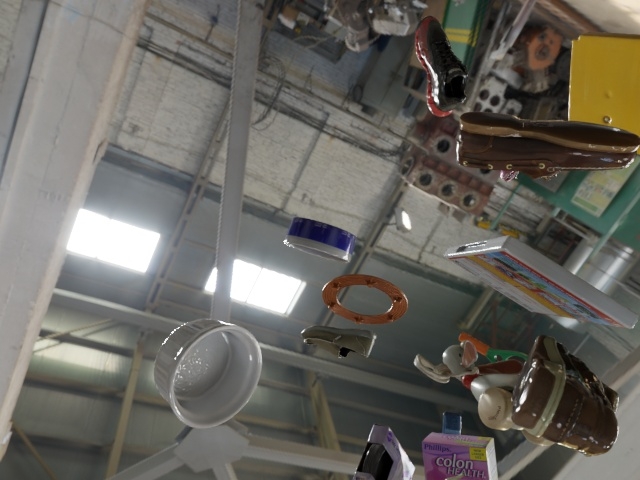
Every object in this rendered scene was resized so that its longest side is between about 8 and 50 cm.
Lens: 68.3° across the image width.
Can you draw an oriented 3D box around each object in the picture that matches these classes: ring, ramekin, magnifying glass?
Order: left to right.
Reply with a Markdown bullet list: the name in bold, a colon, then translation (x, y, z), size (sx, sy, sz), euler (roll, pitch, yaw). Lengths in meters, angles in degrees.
- **ramekin**: translation (-0.308, 0.346, 1.275), size (0.135, 0.277, 0.277), euler (12, -178, 45)
- **ring**: translation (0.169, 0.243, 1.836), size (0.337, 0.336, 0.032), euler (24, -129, -12)
- **magnifying glass**: translation (0.489, 0.323, 1.313), size (0.026, 0.092, 0.231), euler (0, -159, -45)

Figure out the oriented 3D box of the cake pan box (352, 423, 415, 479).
- **cake pan box**: translation (0.210, 0.792, 1.575), size (0.266, 0.070, 0.245), euler (61, -141, -25)

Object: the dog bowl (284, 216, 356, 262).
- **dog bowl**: translation (0.000, 0.000, 1.813), size (0.265, 0.104, 0.265), euler (17, 173, 2)

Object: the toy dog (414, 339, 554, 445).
- **toy dog**: translation (0.399, 0.303, 1.072), size (0.220, 0.160, 0.334), euler (20, -170, -40)

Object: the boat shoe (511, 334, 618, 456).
- **boat shoe**: translation (0.273, 0.175, 0.527), size (0.095, 0.095, 0.257), euler (23, -170, 24)

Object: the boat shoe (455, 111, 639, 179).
- **boat shoe**: translation (0.275, -0.114, 0.593), size (0.207, 0.073, 0.073), euler (16, -143, 28)

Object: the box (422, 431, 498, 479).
- **box**: translation (0.469, 0.787, 1.572), size (0.214, 0.242, 0.117), euler (-7, 172, 31)

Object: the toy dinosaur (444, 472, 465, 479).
- **toy dinosaur**: translation (0.314, 0.740, 1.315), size (0.118, 0.268, 0.064), euler (-22, -132, -38)

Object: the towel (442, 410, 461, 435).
- **towel**: translation (0.497, 0.715, 1.788), size (0.067, 0.119, 0.029), euler (3, 175, 17)

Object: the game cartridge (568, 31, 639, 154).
- **game cartridge**: translation (0.859, -0.434, 1.379), size (0.053, 0.323, 0.285), euler (-23, -147, -13)

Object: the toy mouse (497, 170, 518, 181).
- **toy mouse**: translation (0.519, -0.200, 1.243), size (0.031, 0.161, 0.143), euler (49, -179, 20)

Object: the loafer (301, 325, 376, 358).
- **loafer**: translation (0.048, 0.316, 1.456), size (0.251, 0.087, 0.094), euler (-4, 157, 31)

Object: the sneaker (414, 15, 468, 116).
- **sneaker**: translation (0.340, -0.487, 1.303), size (0.098, 0.275, 0.135), euler (-18, -169, -13)

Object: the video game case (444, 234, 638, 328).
- **video game case**: translation (0.329, 0.065, 0.765), size (0.204, 0.025, 0.285), euler (33, 176, 1)
